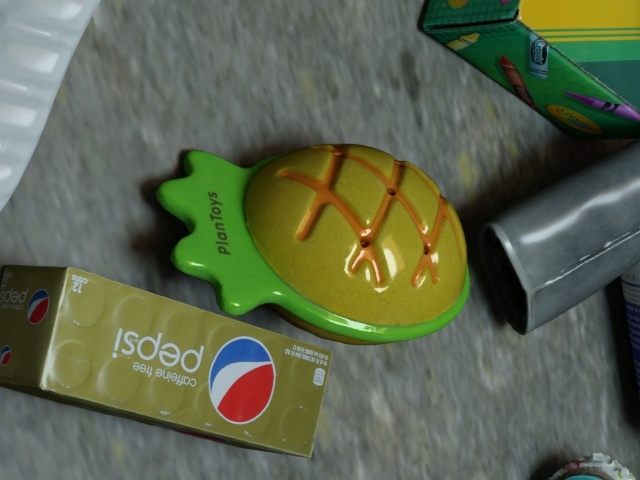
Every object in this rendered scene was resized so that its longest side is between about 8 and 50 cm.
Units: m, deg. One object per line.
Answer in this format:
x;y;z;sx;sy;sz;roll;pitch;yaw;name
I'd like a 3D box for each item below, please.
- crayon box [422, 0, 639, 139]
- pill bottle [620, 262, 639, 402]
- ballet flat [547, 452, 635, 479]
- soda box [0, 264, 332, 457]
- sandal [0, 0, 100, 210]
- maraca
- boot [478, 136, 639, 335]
0.179;-0.224;1.073;0.165;0.081;0.279;29;72;-40;crayon box
0.271;0.083;1.140;0.112;0.112;0.187;-18;103;-41;pill bottle
0.186;0.258;1.088;0.077;0.091;0.241;0;94;-65;ballet flat
-0.081;0.064;0.853;0.181;0.058;0.061;21;77;-40;soda box
-0.146;-0.184;0.773;0.169;0.102;0.416;33;81;-22;sandal
0.000;0.000;0.900;0.185;0.099;0.127;6;47;-29;maraca
0.194;-0.048;1.021;0.208;0.076;0.190;-20;130;-7;boot
